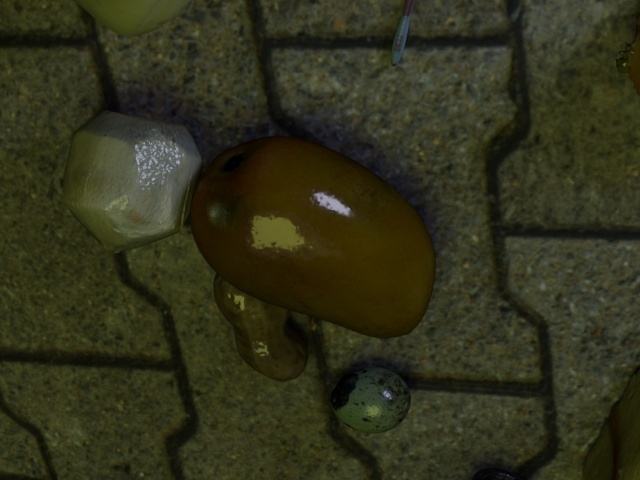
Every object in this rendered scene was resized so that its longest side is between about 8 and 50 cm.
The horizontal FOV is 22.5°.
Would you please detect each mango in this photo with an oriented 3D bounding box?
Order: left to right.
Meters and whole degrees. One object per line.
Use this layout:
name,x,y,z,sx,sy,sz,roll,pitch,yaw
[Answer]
mango,0.000,0.000,1.864,0.317,0.173,0.211,30,128,-16

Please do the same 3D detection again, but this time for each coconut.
coconut,-0.219,-0.065,1.881,0.161,0.161,0.162,11,95,10

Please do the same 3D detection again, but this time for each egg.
egg,0.063,0.203,2.051,0.110,0.085,0.085,2,128,32

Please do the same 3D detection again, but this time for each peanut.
peanut,-0.072,0.103,2.024,0.089,0.089,0.193,-6,128,23

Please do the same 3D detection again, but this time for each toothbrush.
toothbrush,0.098,-0.265,1.723,0.013,0.019,0.193,17,131,4

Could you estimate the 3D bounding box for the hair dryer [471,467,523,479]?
hair dryer,0.312,0.404,2.120,0.278,0.090,0.135,16,117,-5

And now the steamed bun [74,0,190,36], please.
steamed bun,-0.208,-0.340,1.669,0.232,0.166,0.273,41,128,-16

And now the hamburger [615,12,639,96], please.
hamburger,0.408,-0.179,1.624,0.181,0.118,0.191,-26,119,36

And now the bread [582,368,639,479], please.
bread,0.464,0.300,1.933,0.236,0.198,0.263,15,132,-3
